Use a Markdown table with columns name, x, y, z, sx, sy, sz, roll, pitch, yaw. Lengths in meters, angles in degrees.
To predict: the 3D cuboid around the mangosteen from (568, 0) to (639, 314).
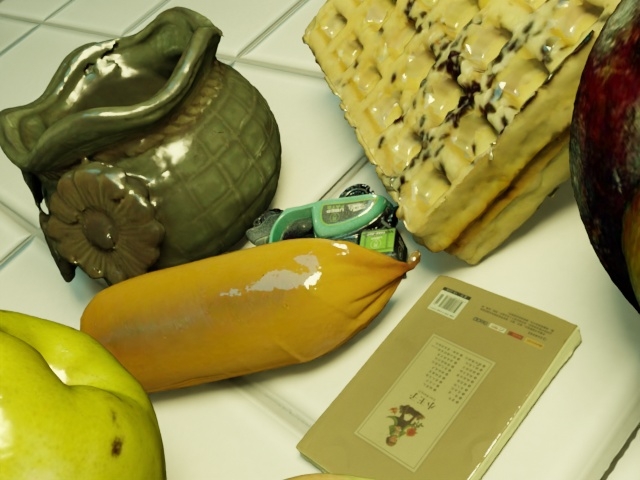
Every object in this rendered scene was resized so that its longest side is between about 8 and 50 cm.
| name | x | y | z | sx | sy | sz | roll | pitch | yaw |
| --- | --- | --- | --- | --- | --- | --- | --- | --- | --- |
| mangosteen | 0.294 | -0.054 | 0.389 | 0.330 | 0.330 | 0.330 | -17 | 41 | 15 |

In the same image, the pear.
| name | x | y | z | sx | sy | sz | roll | pitch | yaw |
| --- | --- | --- | --- | --- | --- | --- | --- | --- | --- |
| pear | -0.238 | 0.197 | 0.493 | 0.294 | 0.294 | 0.294 | -17 | 41 | 15 |

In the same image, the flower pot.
| name | x | y | z | sx | sy | sz | roll | pitch | yaw |
| --- | --- | --- | --- | --- | --- | --- | --- | --- | --- |
| flower pot | -0.198 | -0.092 | 0.802 | 0.302 | 0.213 | 0.302 | -20 | 34 | 14 |

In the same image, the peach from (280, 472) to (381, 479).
| name | x | y | z | sx | sy | sz | roll | pitch | yaw |
| --- | --- | --- | --- | --- | --- | --- | --- | --- | --- |
| peach | -0.004 | 0.238 | 0.363 | 0.232 | 0.232 | 0.232 | -17 | 41 | 15 |

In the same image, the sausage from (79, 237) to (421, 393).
| name | x | y | z | sx | sy | sz | roll | pitch | yaw |
| --- | --- | --- | --- | --- | --- | --- | --- | --- | --- |
| sausage | -0.068 | 0.064 | 0.656 | 0.328 | 0.112 | 0.112 | -14 | 41 | 19 |

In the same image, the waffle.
| name | x | y | z | sx | sy | sz | roll | pitch | yaw |
| --- | --- | --- | --- | --- | --- | --- | --- | --- | --- |
| waffle | 0.125 | -0.186 | 0.696 | 0.261 | 0.114 | 0.376 | -47 | 41 | 26 |

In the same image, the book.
| name | x | y | z | sx | sy | sz | roll | pitch | yaw |
| --- | --- | --- | --- | --- | --- | --- | --- | --- | --- |
| book | 0.089 | 0.117 | 0.567 | 0.138 | 0.016 | 0.198 | 23 | 61 | 44 |

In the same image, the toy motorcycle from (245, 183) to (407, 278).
| name | x | y | z | sx | sy | sz | roll | pitch | yaw |
| --- | --- | --- | --- | --- | --- | --- | --- | --- | --- |
| toy motorcycle | 0.000 | 0.000 | 0.719 | 0.173 | 0.058 | 0.100 | -7 | 50 | 23 |
